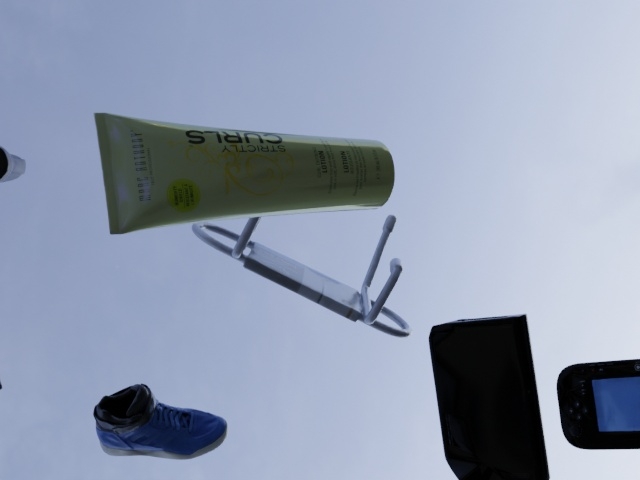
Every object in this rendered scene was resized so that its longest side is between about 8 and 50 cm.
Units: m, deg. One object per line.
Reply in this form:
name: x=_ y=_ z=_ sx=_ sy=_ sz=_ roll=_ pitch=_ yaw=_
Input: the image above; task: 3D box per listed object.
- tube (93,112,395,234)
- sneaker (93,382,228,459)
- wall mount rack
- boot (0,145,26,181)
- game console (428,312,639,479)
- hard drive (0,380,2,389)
tube: x=-0.052 y=-0.051 z=0.597 sx=0.240 sy=0.070 sz=0.062 roll=-2 pitch=-58 yaw=-31
sneaker: x=-0.185 y=0.206 z=0.879 sx=0.152 sy=0.058 sz=0.085 roll=0 pitch=-50 yaw=1
wall mount rack: x=0.000 y=0.000 z=1.127 sx=0.350 sy=0.304 sz=0.130 roll=27 pitch=-79 yaw=-4
boot: x=-0.495 y=-0.091 z=0.996 sx=0.197 sy=0.137 sz=0.077 roll=3 pitch=-87 yaw=-8
game console: x=0.313 y=0.190 z=0.943 sx=0.044 sy=0.361 sz=0.213 roll=-3 pitch=-96 yaw=-60
hard drive: x=-0.443 y=0.133 z=0.695 sx=0.254 sy=0.172 sz=0.054 roll=-20 pitch=-56 yaw=-64
